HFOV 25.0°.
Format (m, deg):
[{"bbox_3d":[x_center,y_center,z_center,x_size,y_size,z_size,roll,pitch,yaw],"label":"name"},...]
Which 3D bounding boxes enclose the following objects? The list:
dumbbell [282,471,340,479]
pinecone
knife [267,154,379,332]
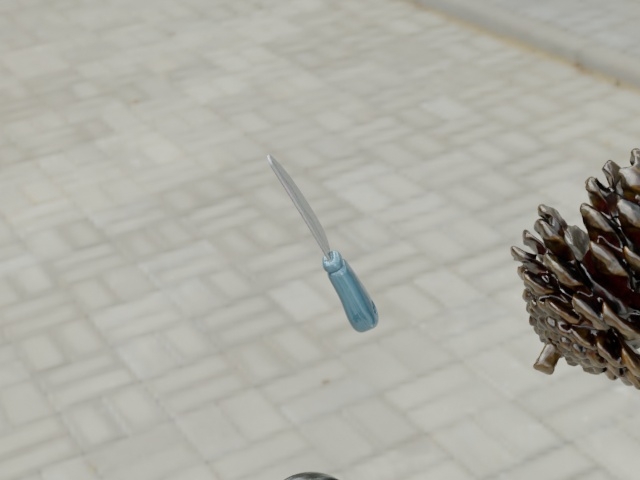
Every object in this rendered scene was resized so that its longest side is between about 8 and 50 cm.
[{"bbox_3d":[0.035,0.314,1.415,0.143,0.143,0.325,-31,27,-35],"label":"dumbbell"},{"bbox_3d":[0.348,0.028,1.648,0.309,0.244,0.244,-48,25,11],"label":"pinecone"},{"bbox_3d":[0.000,-0.001,1.573,0.032,0.244,0.058,-23,25,16],"label":"knife"}]
